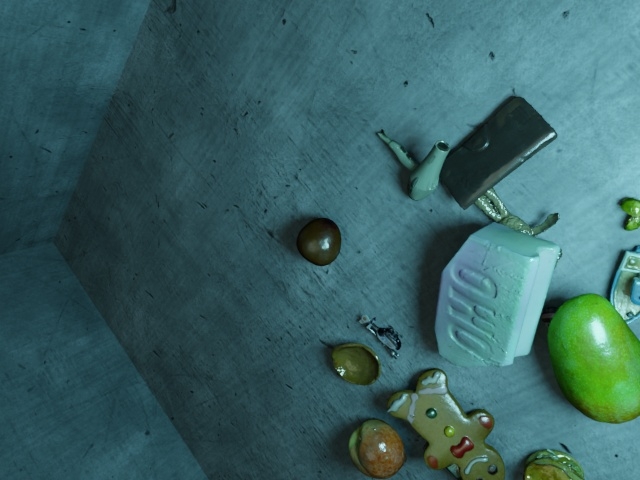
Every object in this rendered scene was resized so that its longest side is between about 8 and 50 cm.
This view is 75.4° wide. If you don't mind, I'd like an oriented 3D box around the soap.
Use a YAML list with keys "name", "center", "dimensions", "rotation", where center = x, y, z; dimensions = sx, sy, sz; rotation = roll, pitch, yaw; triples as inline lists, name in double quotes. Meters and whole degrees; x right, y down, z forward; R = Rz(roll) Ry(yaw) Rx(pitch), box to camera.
- name: "soap"
  center: [0.477, 0.180, 1.189]
  dimensions: [0.261, 0.156, 0.447]
  rotation: [29, 130, 44]

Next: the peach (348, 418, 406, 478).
- name: "peach"
  center: [0.227, 0.797, 1.581]
  dimensions: [0.232, 0.232, 0.233]
  rotation: [10, 109, 30]

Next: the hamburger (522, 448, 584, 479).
- name: "hamburger"
  center: [0.725, 0.730, 1.285]
  dimensions: [0.177, 0.113, 0.186]
  rotation: [-11, 90, 40]

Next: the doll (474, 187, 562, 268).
- name: "doll"
  center: [0.547, -0.021, 1.187]
  dimensions: [0.285, 0.091, 0.203]
  rotation: [30, 105, 22]

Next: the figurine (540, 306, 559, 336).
- name: "figurine"
  center: [0.679, 0.251, 1.203]
  dimensions: [0.072, 0.054, 0.129]
  rotation: [-14, 104, 51]

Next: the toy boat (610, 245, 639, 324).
- name: "toy boat"
  center: [0.798, 0.126, 1.055]
  dimensions: [0.088, 0.102, 0.215]
  rotation: [14, 112, 31]

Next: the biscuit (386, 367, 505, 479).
- name: "biscuit"
  center: [0.448, 0.655, 1.399]
  dimensions: [0.283, 0.064, 0.432]
  rotation: [-41, 75, 10]

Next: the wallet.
- name: "wallet"
  center: [0.477, -0.241, 1.160]
  dimensions: [0.309, 0.042, 0.165]
  rotation: [-44, 63, 33]

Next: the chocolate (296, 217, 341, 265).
- name: "chocolate"
  center: [0.000, 0.000, 1.495]
  dimensions: [0.176, 0.176, 0.177]
  rotation: [10, 109, 30]

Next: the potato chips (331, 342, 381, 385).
- name: "potato chips"
  center: [0.145, 0.466, 1.599]
  dimensions: [0.195, 0.062, 0.208]
  rotation: [47, 122, 5]

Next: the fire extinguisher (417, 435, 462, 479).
- name: "fire extinguisher"
  center: [0.482, 0.778, 1.462]
  dimensions: [0.294, 0.093, 0.118]
  rotation: [42, 96, 16]

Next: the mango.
- name: "mango"
  center: [0.726, 0.308, 1.077]
  dimensions: [0.225, 0.201, 0.382]
  rotation: [-7, 111, 42]

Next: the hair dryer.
- name: "hair dryer"
  center: [0.283, -0.267, 1.235]
  dimensions: [0.267, 0.092, 0.229]
  rotation: [61, 157, 4]

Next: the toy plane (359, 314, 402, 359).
- name: "toy plane"
  center: [0.227, 0.343, 1.517]
  dimensions: [0.197, 0.053, 0.078]
  rotation: [42, 131, 11]

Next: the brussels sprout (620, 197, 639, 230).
- name: "brussels sprout"
  center: [0.786, -0.065, 1.040]
  dimensions: [0.051, 0.046, 0.083]
  rotation: [-151, 41, -73]
